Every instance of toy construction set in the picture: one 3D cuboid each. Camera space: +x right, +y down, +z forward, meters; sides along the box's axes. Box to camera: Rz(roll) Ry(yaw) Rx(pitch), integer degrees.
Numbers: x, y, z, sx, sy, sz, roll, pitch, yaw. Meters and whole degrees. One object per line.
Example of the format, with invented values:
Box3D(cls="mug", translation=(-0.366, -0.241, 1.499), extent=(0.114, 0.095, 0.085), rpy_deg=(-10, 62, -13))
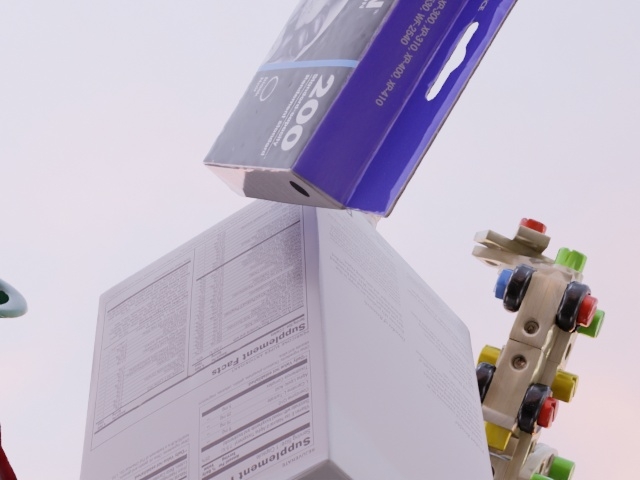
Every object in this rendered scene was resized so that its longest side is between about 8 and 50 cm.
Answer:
Box3D(cls="toy construction set", translation=(0.200, 0.127, 1.484), extent=(0.151, 0.327, 0.215), rpy_deg=(4, -15, 17))

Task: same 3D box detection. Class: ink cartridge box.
Box3D(cls="ink cartridge box", translation=(0.030, -0.115, 0.907), extent=(0.045, 0.206, 0.208), rpy_deg=(35, -11, -25))

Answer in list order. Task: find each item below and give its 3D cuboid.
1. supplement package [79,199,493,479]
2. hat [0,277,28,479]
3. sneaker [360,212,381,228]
Box3D(cls="supplement package", translation=(-0.020, 0.136, 0.995), extent=(0.198, 0.262, 0.199), rpy_deg=(-30, -55, 21))
Box3D(cls="hat", translation=(-0.373, 0.117, 1.395), extent=(0.173, 0.208, 0.183), rpy_deg=(5, -71, -59))
Box3D(cls="sneaker", translation=(0.000, 0.000, 1.105), extent=(0.040, 0.043, 0.109), rpy_deg=(37, -41, -22))
